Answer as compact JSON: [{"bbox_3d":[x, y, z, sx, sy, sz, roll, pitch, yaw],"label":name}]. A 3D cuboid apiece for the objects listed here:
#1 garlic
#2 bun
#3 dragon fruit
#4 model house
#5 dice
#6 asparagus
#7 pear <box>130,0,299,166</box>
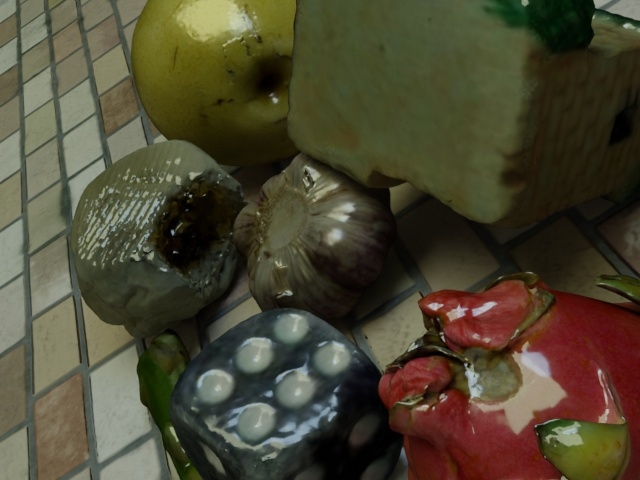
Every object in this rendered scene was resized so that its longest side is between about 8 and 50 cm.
[{"bbox_3d":[0.000,0.000,1.257,0.245,0.160,0.244,-19,59,34],"label":"garlic"},{"bbox_3d":[-0.226,0.007,1.388,0.282,0.205,0.281,-15,48,18],"label":"bun"},{"bbox_3d":[0.196,0.151,0.860,0.306,0.225,0.305,-23,35,18],"label":"dragon fruit"},{"bbox_3d":[0.205,-0.220,1.127,0.343,0.334,0.382,-17,37,-36],"label":"model house"},{"bbox_3d":[-0.034,0.195,1.004,0.182,0.183,0.181,-38,48,-24],"label":"dice"},{"bbox_3d":[-0.167,0.225,1.206,0.085,0.082,0.343,-6,32,-19],"label":"asparagus"},{"bbox_3d":[-0.124,-0.280,1.514,0.348,0.348,0.348,-22,38,19],"label":"pear"}]
